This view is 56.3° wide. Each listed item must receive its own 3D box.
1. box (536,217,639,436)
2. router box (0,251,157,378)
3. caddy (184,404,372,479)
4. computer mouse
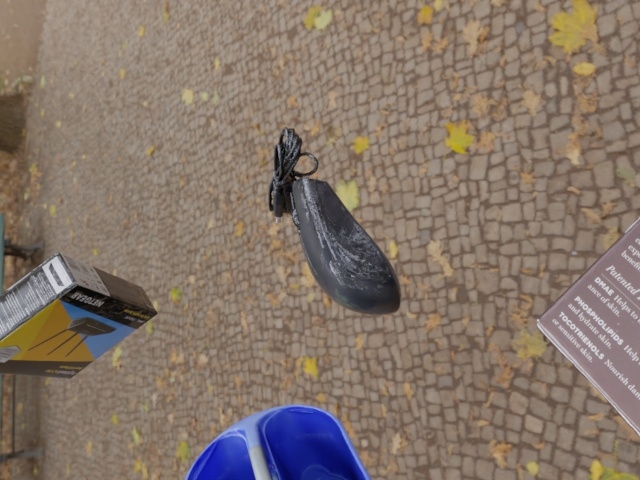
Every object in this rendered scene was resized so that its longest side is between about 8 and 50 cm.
[{"bbox_3d":[0.355,0.073,0.553,0.203,0.168,0.167,-52,49,20],"label":"box"},{"bbox_3d":[-0.271,0.087,0.636,0.133,0.179,0.046,-37,72,-1],"label":"router box"},{"bbox_3d":[-0.049,0.353,0.769,0.341,0.241,0.179,-133,22,-65],"label":"caddy"},{"bbox_3d":[0.000,0.000,0.800,0.272,0.072,0.188,52,157,20],"label":"computer mouse"}]
